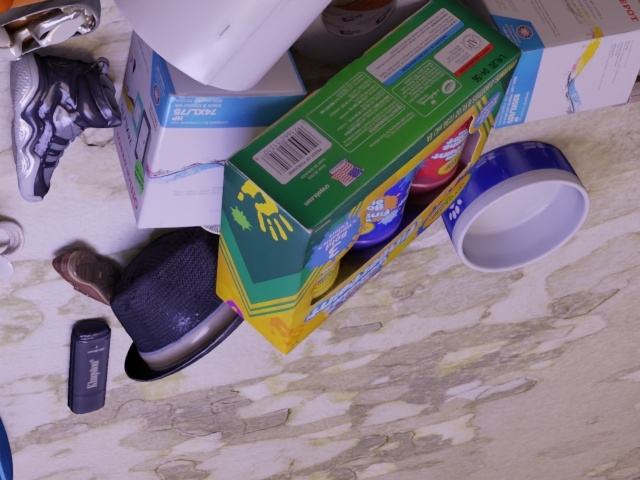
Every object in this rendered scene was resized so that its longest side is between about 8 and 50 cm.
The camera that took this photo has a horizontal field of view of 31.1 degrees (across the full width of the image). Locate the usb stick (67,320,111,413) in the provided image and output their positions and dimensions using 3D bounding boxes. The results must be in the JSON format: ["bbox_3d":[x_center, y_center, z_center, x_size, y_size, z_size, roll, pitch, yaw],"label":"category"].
[{"bbox_3d":[-0.445,0.247,2.207,0.077,0.045,0.278,-6,142,-19],"label":"usb stick"}]

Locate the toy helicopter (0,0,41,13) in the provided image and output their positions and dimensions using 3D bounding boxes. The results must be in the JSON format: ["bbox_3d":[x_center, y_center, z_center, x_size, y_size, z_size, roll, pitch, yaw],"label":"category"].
[{"bbox_3d":[-0.349,-0.347,1.296,0.355,0.235,0.140,-19,145,-3],"label":"toy helicopter"}]

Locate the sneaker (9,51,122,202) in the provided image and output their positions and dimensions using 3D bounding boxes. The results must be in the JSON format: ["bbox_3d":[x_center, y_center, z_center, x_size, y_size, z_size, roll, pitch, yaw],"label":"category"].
[{"bbox_3d":[-0.365,-0.158,1.654,0.153,0.101,0.269,-5,140,-17],"label":"sneaker"}]

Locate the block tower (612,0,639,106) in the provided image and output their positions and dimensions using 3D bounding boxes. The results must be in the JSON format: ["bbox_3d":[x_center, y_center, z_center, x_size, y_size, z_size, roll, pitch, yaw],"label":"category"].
[{"bbox_3d":[0.499,-0.360,1.833,0.091,0.097,0.335,-13,143,-12],"label":"block tower"}]

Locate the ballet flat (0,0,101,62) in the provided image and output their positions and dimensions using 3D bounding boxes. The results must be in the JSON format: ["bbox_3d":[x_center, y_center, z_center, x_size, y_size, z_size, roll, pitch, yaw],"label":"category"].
[{"bbox_3d":[-0.390,-0.275,1.516,0.213,0.068,0.072,-21,142,1],"label":"ballet flat"}]

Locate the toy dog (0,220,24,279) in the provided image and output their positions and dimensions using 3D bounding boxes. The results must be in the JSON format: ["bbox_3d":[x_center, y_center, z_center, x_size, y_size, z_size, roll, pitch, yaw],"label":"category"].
[{"bbox_3d":[-0.544,0.024,1.703,0.220,0.161,0.334,-41,148,-14],"label":"toy dog"}]

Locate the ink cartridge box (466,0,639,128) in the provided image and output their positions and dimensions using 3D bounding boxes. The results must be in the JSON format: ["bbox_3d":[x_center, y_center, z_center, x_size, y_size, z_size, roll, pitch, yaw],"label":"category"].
[{"bbox_3d":[0.356,-0.304,1.766,0.232,0.171,0.168,-12,145,-11],"label":"ink cartridge box"}]

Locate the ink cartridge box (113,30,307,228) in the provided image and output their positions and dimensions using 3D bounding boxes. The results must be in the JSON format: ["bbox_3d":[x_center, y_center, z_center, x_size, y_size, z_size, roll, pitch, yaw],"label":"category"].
[{"bbox_3d":[-0.168,-0.178,1.646,0.197,0.198,0.270,-4,141,-23],"label":"ink cartridge box"}]

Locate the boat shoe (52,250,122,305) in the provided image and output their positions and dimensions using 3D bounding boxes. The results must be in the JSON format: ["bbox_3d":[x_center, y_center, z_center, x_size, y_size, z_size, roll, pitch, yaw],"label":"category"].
[{"bbox_3d":[-0.396,0.065,1.986,0.060,0.064,0.178,2,156,26],"label":"boat shoe"}]

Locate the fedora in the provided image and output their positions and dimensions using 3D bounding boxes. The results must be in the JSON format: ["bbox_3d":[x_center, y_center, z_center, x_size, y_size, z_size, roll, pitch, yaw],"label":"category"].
[{"bbox_3d":[-0.241,0.083,1.955,0.334,0.334,0.152,-35,112,19],"label":"fedora"}]

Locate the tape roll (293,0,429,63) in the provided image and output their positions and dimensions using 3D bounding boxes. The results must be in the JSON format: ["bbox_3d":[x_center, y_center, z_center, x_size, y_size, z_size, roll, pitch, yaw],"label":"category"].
[{"bbox_3d":[0.045,-0.354,1.628,0.219,0.072,0.219,-13,145,-10],"label":"tape roll"}]

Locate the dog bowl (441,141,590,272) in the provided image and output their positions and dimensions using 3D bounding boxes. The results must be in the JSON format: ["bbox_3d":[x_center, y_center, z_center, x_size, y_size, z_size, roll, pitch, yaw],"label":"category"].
[{"bbox_3d":[0.363,-0.060,2.155,0.264,0.104,0.265,-14,144,-10],"label":"dog bowl"}]

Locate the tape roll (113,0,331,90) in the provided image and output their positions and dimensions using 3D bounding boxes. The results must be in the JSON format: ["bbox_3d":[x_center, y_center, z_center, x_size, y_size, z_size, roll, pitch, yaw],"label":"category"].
[{"bbox_3d":[-0.121,-0.330,1.427,0.246,0.246,0.169,17,131,-41],"label":"tape roll"}]

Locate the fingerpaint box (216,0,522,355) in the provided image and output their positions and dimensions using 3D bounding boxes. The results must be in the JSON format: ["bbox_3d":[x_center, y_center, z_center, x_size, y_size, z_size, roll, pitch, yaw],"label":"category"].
[{"bbox_3d":[0.064,-0.089,1.682,0.445,0.163,0.371,-40,162,-26],"label":"fingerpaint box"}]

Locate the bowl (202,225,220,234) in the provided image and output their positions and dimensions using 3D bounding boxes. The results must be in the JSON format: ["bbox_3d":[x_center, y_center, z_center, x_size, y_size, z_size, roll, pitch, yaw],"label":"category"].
[{"bbox_3d":[-0.133,-0.092,1.881,0.170,0.080,0.170,-13,144,-10],"label":"bowl"}]

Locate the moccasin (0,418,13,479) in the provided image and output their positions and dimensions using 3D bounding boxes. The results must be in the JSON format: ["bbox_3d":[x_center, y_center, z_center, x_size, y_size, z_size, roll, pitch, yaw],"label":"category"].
[{"bbox_3d":[-0.680,0.368,2.203,0.116,0.138,0.342,-13,130,-4],"label":"moccasin"}]
